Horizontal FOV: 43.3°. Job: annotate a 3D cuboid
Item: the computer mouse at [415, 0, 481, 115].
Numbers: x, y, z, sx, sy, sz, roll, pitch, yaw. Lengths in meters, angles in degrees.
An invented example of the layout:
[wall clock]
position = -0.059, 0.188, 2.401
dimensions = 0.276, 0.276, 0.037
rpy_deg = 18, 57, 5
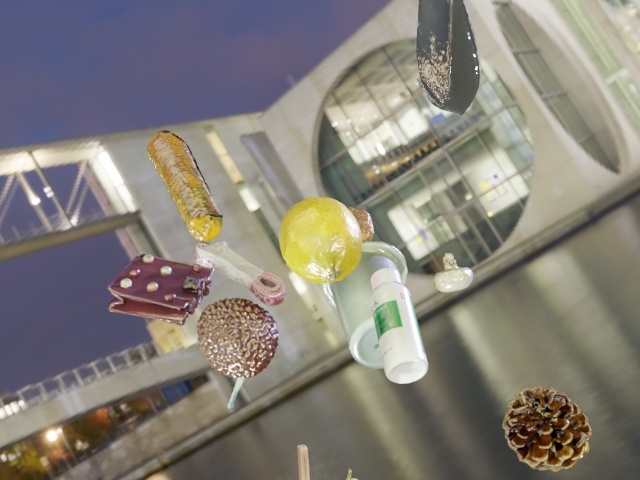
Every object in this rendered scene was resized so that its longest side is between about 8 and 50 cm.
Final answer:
[computer mouse]
position = 0.242, -0.366, 1.478
dimensions = 0.087, 0.168, 0.295
rpy_deg = -14, -47, -8

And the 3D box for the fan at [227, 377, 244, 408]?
[fan]
position = -0.212, 0.367, 2.142
dimensions = 0.016, 0.038, 0.193
rpy_deg = -2, -57, -47

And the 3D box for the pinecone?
[pinecone]
position = 0.427, 0.352, 1.550
dimensions = 0.163, 0.163, 0.165
rpy_deg = -32, -48, 10

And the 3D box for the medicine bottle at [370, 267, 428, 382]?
[medicine bottle]
position = 0.163, 0.177, 1.738
dimensions = 0.095, 0.260, 0.095
rpy_deg = -4, -43, -4

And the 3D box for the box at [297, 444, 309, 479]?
[box]
position = -0.047, 0.637, 2.277
dimensions = 0.025, 0.115, 0.048
rpy_deg = -3, -5, -11

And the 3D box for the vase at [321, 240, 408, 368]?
[vase]
position = 0.146, 0.175, 2.096
dimensions = 0.245, 0.245, 0.291
rpy_deg = -32, 35, 10

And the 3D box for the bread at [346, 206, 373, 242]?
[bread]
position = 0.060, -0.012, 2.236
dimensions = 0.193, 0.193, 0.064
rpy_deg = -33, -39, 22

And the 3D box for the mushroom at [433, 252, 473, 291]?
[mushroom]
position = 0.267, 0.064, 1.649
dimensions = 0.085, 0.079, 0.085
rpy_deg = -16, -3, -1

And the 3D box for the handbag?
[handbag]
position = -0.377, 0.111, 1.920
dimensions = 0.216, 0.074, 0.203
rpy_deg = 9, 27, 11

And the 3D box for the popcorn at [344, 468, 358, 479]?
[popcorn]
position = 0.044, 0.574, 1.576
dimensions = 0.195, 0.173, 0.168
rpy_deg = -45, 19, -12

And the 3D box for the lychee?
[lychee]
position = -0.183, 0.208, 1.756
dimensions = 0.188, 0.188, 0.188
rpy_deg = -31, -6, -3

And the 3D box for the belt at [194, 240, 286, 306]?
[belt]
position = -0.171, 0.066, 1.764
dimensions = 0.071, 0.232, 0.053
rpy_deg = -49, -23, -31

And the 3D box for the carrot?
[carrot]
position = -0.221, -0.093, 1.308
dimensions = 0.070, 0.260, 0.070
rpy_deg = -16, -47, -17

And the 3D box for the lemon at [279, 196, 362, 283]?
[lemon]
position = 0.000, 0.000, 1.881
dimensions = 0.192, 0.231, 0.192
rpy_deg = -10, -43, -10
